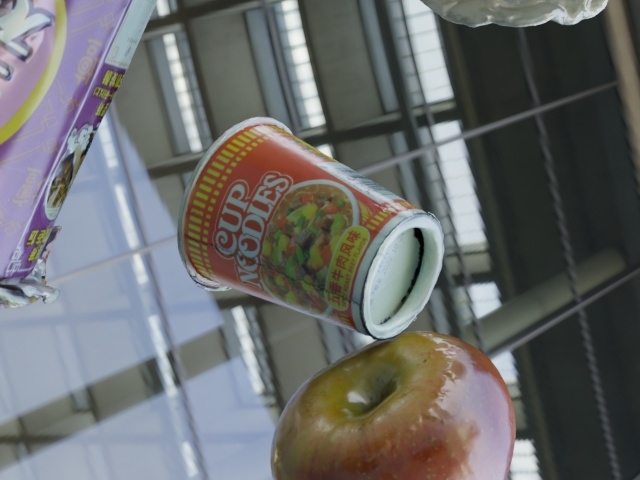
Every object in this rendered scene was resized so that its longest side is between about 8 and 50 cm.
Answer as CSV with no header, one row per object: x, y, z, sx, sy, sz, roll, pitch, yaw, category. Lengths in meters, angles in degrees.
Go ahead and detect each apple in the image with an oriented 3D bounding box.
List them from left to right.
0.073,0.198,1.295,0.235,0.210,0.173,-18,-59,11,apple

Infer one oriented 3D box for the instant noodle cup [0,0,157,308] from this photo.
-0.223,-0.160,0.736,0.340,0.340,0.266,36,-85,25,instant noodle cup

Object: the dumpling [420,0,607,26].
0.153,-0.272,1.156,0.258,0.147,0.193,18,-92,1,dumpling

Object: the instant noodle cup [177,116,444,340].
0.000,0.000,1.325,0.212,0.193,0.193,24,-62,33,instant noodle cup
